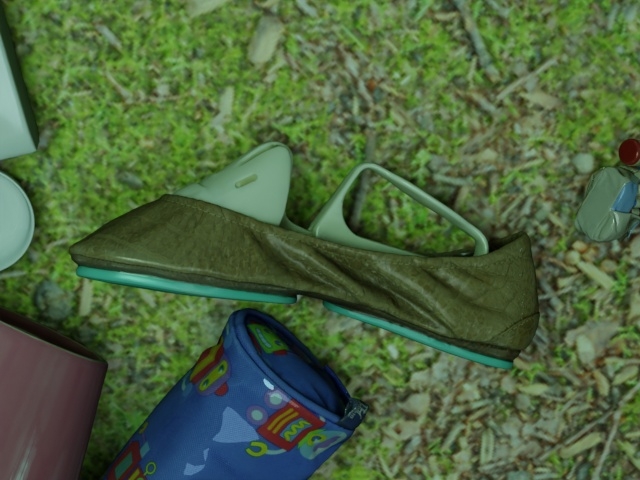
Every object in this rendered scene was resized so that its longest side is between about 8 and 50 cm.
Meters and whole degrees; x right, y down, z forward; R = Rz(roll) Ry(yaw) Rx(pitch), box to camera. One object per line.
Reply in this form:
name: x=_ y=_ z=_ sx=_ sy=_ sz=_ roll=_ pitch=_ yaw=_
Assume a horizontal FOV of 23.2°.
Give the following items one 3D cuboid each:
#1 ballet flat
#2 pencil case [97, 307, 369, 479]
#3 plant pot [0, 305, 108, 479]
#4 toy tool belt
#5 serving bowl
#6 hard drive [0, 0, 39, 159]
ballet flat: x=0.000 y=0.000 z=1.106 sx=0.343 sy=0.116 sz=0.124 roll=13 pitch=91 yaw=-10
pencil case: x=-0.097 y=0.192 z=1.165 sx=0.133 sy=0.119 sz=0.306 roll=29 pitch=108 yaw=-38
plant pot: x=-0.246 y=0.140 z=1.095 sx=0.201 sy=0.201 sz=0.180 roll=26 pitch=88 yaw=-14
toy tool belt: x=0.225 y=-0.036 z=1.138 sx=0.051 sy=0.052 sz=0.083 roll=5 pitch=120 yaw=-41
serving bowl: x=-0.245 y=-0.019 z=1.112 sx=0.083 sy=0.027 sz=0.083 roll=-2 pitch=113 yaw=-4
hard drive: x=-0.391 y=-0.133 z=1.043 sx=0.353 sy=0.047 sz=0.233 roll=-12 pitch=113 yaw=1
